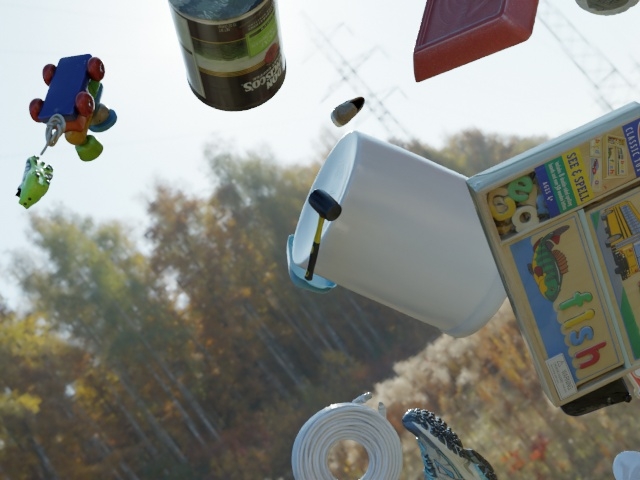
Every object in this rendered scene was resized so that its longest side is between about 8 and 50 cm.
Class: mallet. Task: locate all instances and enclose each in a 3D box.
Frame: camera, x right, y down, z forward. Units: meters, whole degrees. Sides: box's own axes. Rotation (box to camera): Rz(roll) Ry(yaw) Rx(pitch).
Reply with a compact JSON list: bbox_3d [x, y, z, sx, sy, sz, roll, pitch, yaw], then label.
[{"bbox_3d":[0.000,0.000,1.736,0.039,0.062,0.189,-16,-54,-35],"label":"mallet"}]

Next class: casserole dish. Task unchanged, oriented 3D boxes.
[{"bbox_3d":[-0.025,0.057,2.144,0.037,0.114,0.188,-61,23,29],"label":"casserole dish"}]

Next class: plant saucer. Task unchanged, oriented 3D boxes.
[{"bbox_3d":[0.260,-0.414,1.593,0.259,0.048,0.258,-12,55,50],"label":"plant saucer"}]

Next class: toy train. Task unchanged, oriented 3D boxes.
[{"bbox_3d":[-0.413,-0.185,1.596,0.105,0.248,0.143,-6,-40,13],"label":"toy train"}]

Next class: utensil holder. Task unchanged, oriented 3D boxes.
[{"bbox_3d":[0.176,-0.013,1.963,0.327,0.386,0.327,-60,16,30],"label":"utensil holder"}]

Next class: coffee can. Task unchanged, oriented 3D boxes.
[{"bbox_3d":[-0.173,-0.399,1.771,0.201,0.201,0.275,-37,-22,-15],"label":"coffee can"}]

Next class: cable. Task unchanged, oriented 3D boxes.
[{"bbox_3d":[0.065,0.501,2.170,0.257,0.257,0.089,-19,-5,-11],"label":"cable"}]

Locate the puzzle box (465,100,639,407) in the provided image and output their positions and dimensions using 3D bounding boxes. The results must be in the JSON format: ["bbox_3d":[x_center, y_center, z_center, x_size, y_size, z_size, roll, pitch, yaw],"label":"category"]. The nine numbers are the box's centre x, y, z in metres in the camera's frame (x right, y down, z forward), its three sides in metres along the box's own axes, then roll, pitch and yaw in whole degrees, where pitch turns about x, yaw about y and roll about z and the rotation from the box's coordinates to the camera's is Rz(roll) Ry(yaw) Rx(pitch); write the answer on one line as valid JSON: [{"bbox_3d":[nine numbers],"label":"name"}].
[{"bbox_3d":[0.405,0.031,1.406,0.272,0.408,0.052,-26,26,-1],"label":"puzzle box"}]

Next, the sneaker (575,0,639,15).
[{"bbox_3d":[0.444,-0.420,1.364,0.232,0.090,0.115,119,173,-61],"label":"sneaker"}]

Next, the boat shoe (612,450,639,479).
[{"bbox_3d":[0.813,0.572,2.156,0.102,0.301,0.108,17,-87,-47],"label":"boat shoe"}]

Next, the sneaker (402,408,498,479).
[{"bbox_3d":[0.265,0.487,2.077,0.122,0.283,0.110,-42,16,12],"label":"sneaker"}]

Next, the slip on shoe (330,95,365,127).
[{"bbox_3d":[0.070,-0.321,2.346,0.041,0.051,0.135,-33,3,38],"label":"slip on shoe"}]

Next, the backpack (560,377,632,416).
[{"bbox_3d":[0.443,0.235,1.589,0.114,0.105,0.084,-26,28,11],"label":"backpack"}]

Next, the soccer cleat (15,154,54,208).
[{"bbox_3d":[-0.544,-0.112,1.793,0.072,0.060,0.179,-49,22,6],"label":"soccer cleat"}]

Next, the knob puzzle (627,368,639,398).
[{"bbox_3d":[0.689,0.256,1.821,0.213,0.213,0.030,-42,2,22],"label":"knob puzzle"}]
